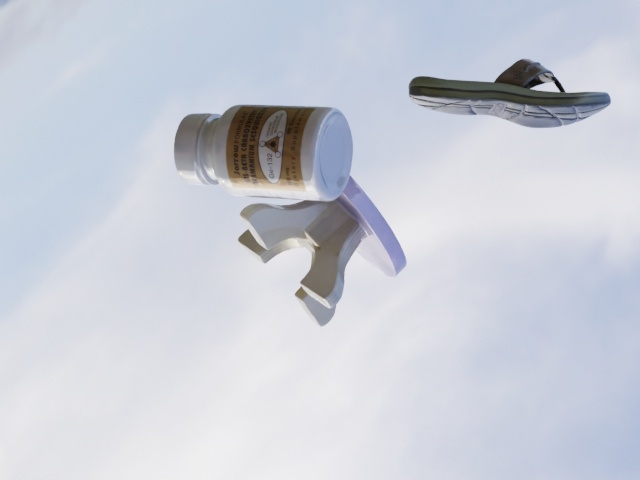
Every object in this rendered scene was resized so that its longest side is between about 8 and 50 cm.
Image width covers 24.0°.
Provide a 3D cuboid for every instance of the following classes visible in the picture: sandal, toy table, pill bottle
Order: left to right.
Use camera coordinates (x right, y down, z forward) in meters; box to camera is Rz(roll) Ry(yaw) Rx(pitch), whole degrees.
[{"bbox_3d":[-0.082,-0.125,2.106,0.229,0.131,0.131,4,-133,25],"label":"pill bottle"},{"bbox_3d":[0.000,0.000,2.271,0.161,0.274,0.252,-43,-153,-12],"label":"toy table"},{"bbox_3d":[0.278,-0.223,2.177,0.120,0.302,0.086,139,-44,-74],"label":"sandal"}]
